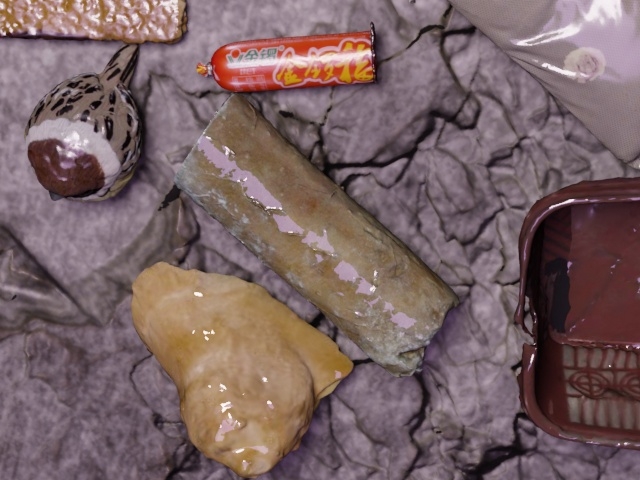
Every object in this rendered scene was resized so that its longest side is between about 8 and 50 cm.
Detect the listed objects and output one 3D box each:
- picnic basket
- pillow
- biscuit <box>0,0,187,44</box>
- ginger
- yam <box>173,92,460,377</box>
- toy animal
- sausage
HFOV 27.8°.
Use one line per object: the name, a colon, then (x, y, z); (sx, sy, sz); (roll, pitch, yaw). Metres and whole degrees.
picnic basket: (0.296, 0.044, 0.989); (0.296, 0.129, 0.223); (1, 107, 7)
pillow: (0.195, -0.184, 0.973); (0.255, 0.059, 0.169); (38, 103, -4)
biscuit: (-0.218, -0.222, 1.022); (0.230, 0.025, 0.131); (4, 105, 5)
ginger: (-0.090, 0.109, 1.060); (0.193, 0.122, 0.115); (33, 127, 2)
yam: (0.000, 0.000, 1.028); (0.259, 0.093, 0.093); (42, 106, -7)
toy animal: (-0.181, -0.093, 1.020); (0.098, 0.098, 0.137); (26, 101, -1)
sausage: (-0.027, -0.141, 1.015); (0.145, 0.048, 0.050); (-2, 143, 8)
